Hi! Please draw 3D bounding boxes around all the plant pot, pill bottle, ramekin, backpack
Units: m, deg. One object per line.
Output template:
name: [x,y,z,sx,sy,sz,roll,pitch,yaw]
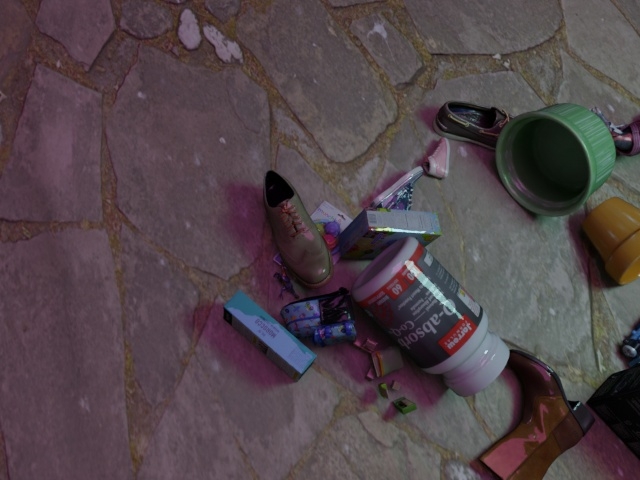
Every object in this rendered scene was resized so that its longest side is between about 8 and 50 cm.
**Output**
plant pot: [0.842,-0.013,1.580,0.205,0.205,0.188,-23,56,-17]
pill bottle: [0.264,0.183,1.359,0.363,0.210,0.210,45,67,-5]
ramekin: [0.656,-0.233,1.589,0.148,0.303,0.303,-28,73,-27]
backpack: [-0.006,0.194,1.373,0.173,0.158,0.117,-10,71,-2]

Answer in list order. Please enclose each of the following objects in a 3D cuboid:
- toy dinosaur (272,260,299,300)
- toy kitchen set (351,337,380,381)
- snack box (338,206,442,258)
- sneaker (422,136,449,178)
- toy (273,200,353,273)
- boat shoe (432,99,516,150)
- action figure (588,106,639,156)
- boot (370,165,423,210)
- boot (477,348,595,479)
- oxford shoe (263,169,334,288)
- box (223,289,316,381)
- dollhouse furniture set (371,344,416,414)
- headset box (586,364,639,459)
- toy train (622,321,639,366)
toy dinosaur: [-0.080,0.111,1.453,0.082,0.047,0.090,36,68,-27]
toy kitchen set: [0.109,0.286,1.396,0.083,0.068,0.075,29,65,5]
snack box: [0.174,-0.013,1.458,0.207,0.174,0.070,1,66,-22]
sneaker: [0.339,-0.249,1.676,0.070,0.051,0.134,9,69,-10]
toy: [0.000,0.000,1.514,0.136,0.056,0.237,36,66,7]
boat shoe: [0.510,-0.351,1.722,0.324,0.097,0.117,11,65,-4]
action figure: [1.008,-0.321,1.764,0.370,0.248,0.276,-17,97,-16]
boot: [0.235,-0.125,1.605,0.190,0.069,0.086,-38,84,-13]
boot: [0.483,0.442,1.392,0.280,0.096,0.264,-39,84,-14]
oxford shoe: [-0.074,-0.032,1.435,0.123,0.130,0.348,-30,56,-1]
box: [-0.125,0.230,1.369,0.244,0.100,0.060,39,65,9]
dollhouse furniture set: [0.179,0.332,1.359,0.076,0.058,0.152,-17,95,-16]
headset box: [0.821,0.414,1.328,0.131,0.283,0.246,-37,75,-21]
toy train: [0.881,0.269,1.517,0.184,0.080,0.105,-38,67,-19]
